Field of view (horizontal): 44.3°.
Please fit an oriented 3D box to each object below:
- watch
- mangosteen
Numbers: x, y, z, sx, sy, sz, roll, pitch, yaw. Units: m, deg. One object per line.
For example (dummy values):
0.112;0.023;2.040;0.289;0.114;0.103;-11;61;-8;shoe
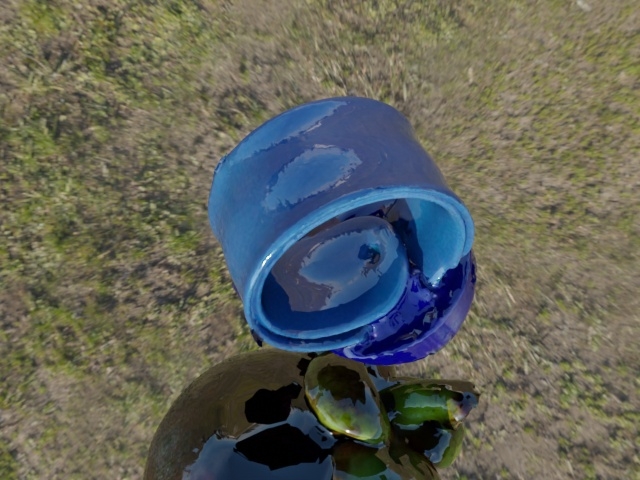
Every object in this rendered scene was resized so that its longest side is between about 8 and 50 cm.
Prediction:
0.009;0.000;0.572;0.196;0.200;0.171;-41;53;4;watch
-0.016;0.233;0.746;0.311;0.311;0.311;0;94;4;mangosteen
